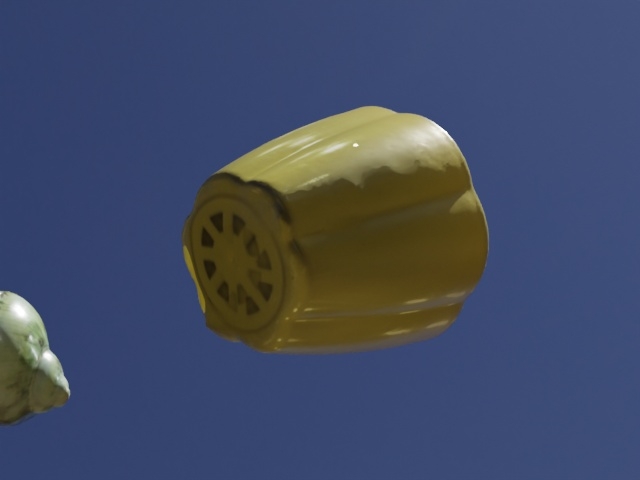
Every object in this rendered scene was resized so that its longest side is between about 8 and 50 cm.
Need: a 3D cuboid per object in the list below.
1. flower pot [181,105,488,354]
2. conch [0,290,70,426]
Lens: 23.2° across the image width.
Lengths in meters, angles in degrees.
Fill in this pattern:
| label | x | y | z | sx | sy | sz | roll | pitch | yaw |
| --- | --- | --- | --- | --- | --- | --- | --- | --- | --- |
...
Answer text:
| label | x | y | z | sx | sy | sz | roll | pitch | yaw |
| --- | --- | --- | --- | --- | --- | --- | --- | --- | --- |
| flower pot | 0.000 | 0.000 | 1.195 | 0.179 | 0.195 | 0.195 | -13 | -42 | -45 |
| conch | -0.289 | 0.083 | 1.200 | 0.181 | 0.124 | 0.187 | -4 | -49 | -19 |
